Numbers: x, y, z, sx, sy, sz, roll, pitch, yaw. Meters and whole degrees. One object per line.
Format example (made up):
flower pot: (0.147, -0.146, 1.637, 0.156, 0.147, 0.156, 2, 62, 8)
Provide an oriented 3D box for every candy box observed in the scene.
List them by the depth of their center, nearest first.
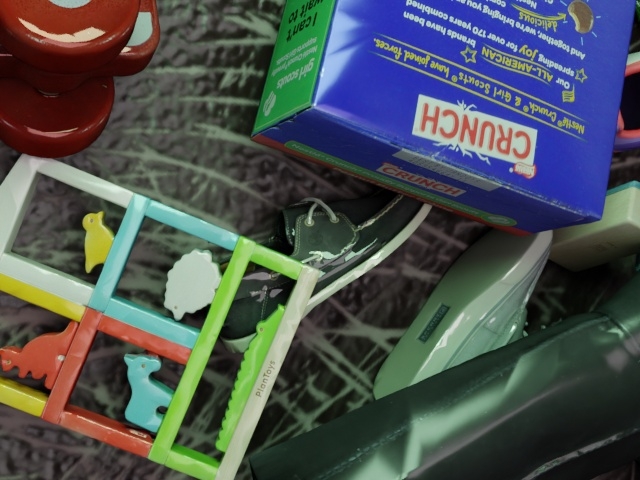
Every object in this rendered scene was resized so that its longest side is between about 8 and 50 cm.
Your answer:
candy box: (0.117, -0.192, 0.922, 0.268, 0.122, 0.317, 19, 73, -21)

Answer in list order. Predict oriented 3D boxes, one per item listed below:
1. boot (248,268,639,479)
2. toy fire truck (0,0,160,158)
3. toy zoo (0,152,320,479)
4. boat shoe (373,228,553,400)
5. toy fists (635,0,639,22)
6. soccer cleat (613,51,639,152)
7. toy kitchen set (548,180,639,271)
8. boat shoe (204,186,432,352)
boot: (0.180, 0.216, 0.977, 0.445, 0.146, 0.367, -29, 130, -13)
toy fire truck: (-0.264, -0.204, 0.799, 0.302, 0.169, 0.253, -3, 69, -19)
toy zoo: (-0.171, 0.054, 0.876, 0.293, 0.030, 0.192, 22, 91, -4)
boat shoe: (0.143, 0.078, 1.020, 0.081, 0.079, 0.227, 41, 86, -27)
toy fists: (0.335, -0.337, 1.041, 0.142, 0.096, 0.279, -22, 103, -3)
soccer cleat: (0.362, -0.146, 1.056, 0.318, 0.116, 0.108, -15, 100, -19)
toy kitchen set: (0.336, -0.033, 1.081, 0.207, 0.122, 0.166, 27, 63, -24)
boat shoe: (0.000, 0.000, 0.947, 0.233, 0.084, 0.079, -34, 107, -12)
